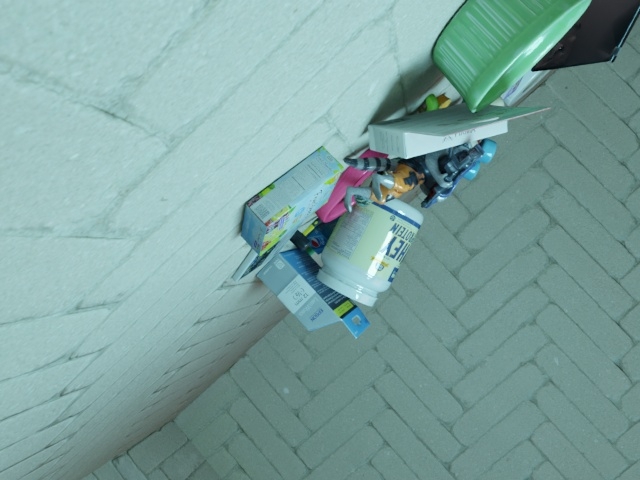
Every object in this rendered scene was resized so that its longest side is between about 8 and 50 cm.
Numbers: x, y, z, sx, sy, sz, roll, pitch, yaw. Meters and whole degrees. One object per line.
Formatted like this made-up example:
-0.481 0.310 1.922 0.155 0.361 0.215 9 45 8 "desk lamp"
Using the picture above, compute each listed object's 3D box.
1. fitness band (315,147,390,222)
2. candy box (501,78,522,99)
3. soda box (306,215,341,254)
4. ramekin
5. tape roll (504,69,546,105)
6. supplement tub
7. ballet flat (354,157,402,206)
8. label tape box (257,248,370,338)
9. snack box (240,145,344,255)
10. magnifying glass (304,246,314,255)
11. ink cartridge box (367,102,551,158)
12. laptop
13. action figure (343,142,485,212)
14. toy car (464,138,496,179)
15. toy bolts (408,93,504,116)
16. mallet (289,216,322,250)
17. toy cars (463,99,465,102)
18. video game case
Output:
0.095 -0.160 1.690 0.291 0.054 0.209 -48 168 35 "fitness band"
0.559 -0.503 1.891 0.196 0.070 0.164 -37 158 -33 "candy box"
0.036 -0.026 2.051 0.067 0.071 0.210 -47 171 33 "soda box"
0.370 -0.416 1.235 0.303 0.148 0.303 -41 173 -6 "ramekin"
0.754 -0.621 2.227 0.286 0.100 0.286 -41 173 -6 "tape roll"
0.146 0.014 1.892 0.324 0.236 0.235 -63 171 2 "supplement tub"
0.162 -0.164 1.605 0.188 0.070 0.070 -45 173 0 "ballet flat"
-0.012 0.187 1.952 0.115 0.347 0.249 -44 172 14 "label tape box"
-0.061 -0.078 1.263 0.207 0.070 0.174 -41 172 -21 "snack box"
0.000 0.000 2.218 0.231 0.026 0.092 -43 172 22 "magnifying glass"
0.296 -0.239 1.333 0.296 0.066 0.261 -18 -157 -25 "ink cartridge box"
0.801 -0.718 1.740 0.382 0.237 0.407 96 15 -55 "laptop"
0.242 -0.184 1.474 0.330 0.178 0.341 -22 169 -20 "action figure"
0.424 -0.352 1.914 0.210 0.219 0.237 120 -10 -65 "toy car"
0.374 -0.341 1.641 0.228 0.158 0.218 -45 172 21 "toy bolts"
-0.022 -0.030 1.770 0.190 0.062 0.039 -34 170 -50 "mallet"
0.480 -0.372 2.112 0.176 0.087 0.393 -20 150 -56 "toy cars"
-0.138 0.021 1.623 0.173 0.022 0.190 -36 171 -42 "video game case"
